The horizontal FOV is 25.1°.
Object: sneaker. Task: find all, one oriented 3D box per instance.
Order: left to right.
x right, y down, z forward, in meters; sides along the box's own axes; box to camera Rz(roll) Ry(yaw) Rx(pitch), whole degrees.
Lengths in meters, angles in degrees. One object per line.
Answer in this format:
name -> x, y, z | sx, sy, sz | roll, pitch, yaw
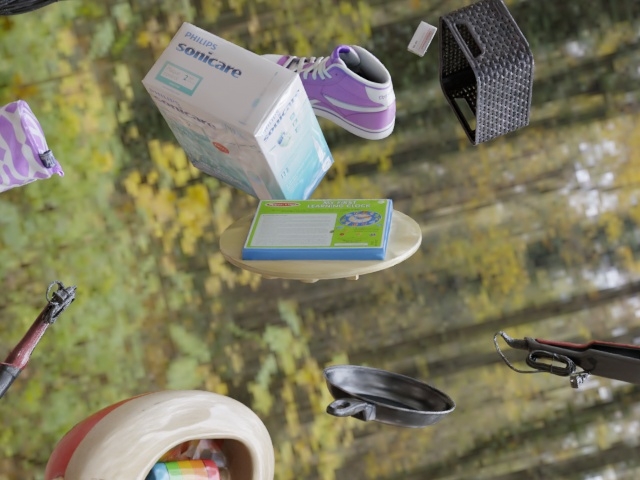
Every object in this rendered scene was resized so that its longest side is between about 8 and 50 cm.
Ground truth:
sneaker -> 0.002, -0.290, 2.443 | 0.102, 0.282, 0.161 | -58, 159, -31

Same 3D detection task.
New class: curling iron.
curling iron -> -0.419, 0.163, 1.951 | 0.035, 0.274, 0.068 | 32, -17, 7

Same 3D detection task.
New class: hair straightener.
hair straightener -> 0.351, 0.165, 2.001 | 0.089, 0.231, 0.047 | -52, 151, -59

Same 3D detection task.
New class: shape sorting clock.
shape sorting clock -> 0.000, 0.000, 1.472 | 0.206, 0.206, 0.040 | -108, -167, -64

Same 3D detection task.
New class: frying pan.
frying pan -> 0.097, 0.234, 2.012 | 0.326, 0.197, 0.053 | -92, -164, -80

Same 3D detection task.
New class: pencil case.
pencil case -> -0.358, -0.064, 1.403 | 0.088, 0.206, 0.086 | 70, 0, -46

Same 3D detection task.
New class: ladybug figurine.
ladybug figurine -> -0.251, 0.355, 2.141 | 0.449, 0.162, 0.305 | 15, 94, -54

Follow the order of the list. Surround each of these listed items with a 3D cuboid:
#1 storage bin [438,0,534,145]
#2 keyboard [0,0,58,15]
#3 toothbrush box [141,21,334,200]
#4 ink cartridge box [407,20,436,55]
storage bin -> 0.222, -0.228, 1.944 | 0.180, 0.084, 0.122 | 82, -16, -61
keyboard -> -0.247, -0.215, 1.078 | 0.201, 0.317, 0.033 | -124, -156, -49
toothbrush box -> -0.123, -0.185, 2.262 | 0.216, 0.126, 0.295 | 27, -16, 21
ink cartridge box -> 0.159, -0.317, 2.258 | 0.048, 0.028, 0.083 | -63, -179, 5
